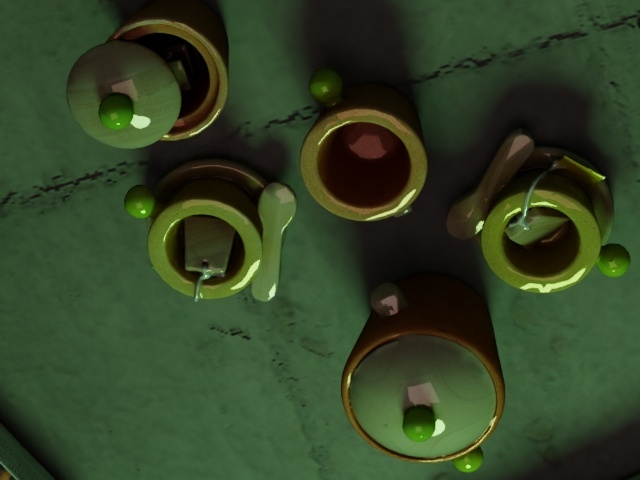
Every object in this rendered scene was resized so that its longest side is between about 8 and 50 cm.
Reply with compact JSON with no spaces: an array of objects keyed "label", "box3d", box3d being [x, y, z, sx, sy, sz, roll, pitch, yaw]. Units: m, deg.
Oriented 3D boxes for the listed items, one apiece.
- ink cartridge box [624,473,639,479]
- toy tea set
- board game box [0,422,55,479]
[{"label":"ink cartridge box","box3d":[0.292,0.279,1.286,0.324,0.071,0.330,-29,110,20]},{"label":"toy tea set","box3d":[0.000,0.000,1.136,0.336,0.124,0.200,25,119,-7]},{"label":"board game box","box3d":[-0.326,0.215,1.299,0.305,0.053,0.193,-38,108,9]}]
